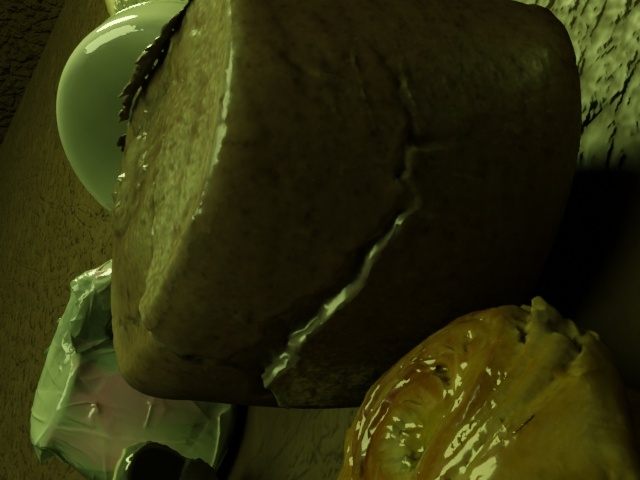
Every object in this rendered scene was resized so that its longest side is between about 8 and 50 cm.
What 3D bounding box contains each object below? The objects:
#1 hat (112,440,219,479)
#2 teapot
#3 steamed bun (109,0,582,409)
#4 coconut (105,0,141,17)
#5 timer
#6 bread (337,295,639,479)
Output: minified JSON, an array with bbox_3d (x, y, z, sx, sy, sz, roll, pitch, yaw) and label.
[{"bbox_3d":[-0.129,0.295,0.882,0.232,0.161,0.275,-64,0,23],"label":"hat"},{"bbox_3d":[-0.165,0.132,1.027,0.221,0.178,0.163,-53,30,37],"label":"teapot"},{"bbox_3d":[0.000,0.000,0.645,0.301,0.251,0.199,124,155,-53],"label":"steamed bun"},{"bbox_3d":[-0.130,-0.276,1.230,0.224,0.224,0.234,-65,22,16],"label":"coconut"},{"bbox_3d":[-0.132,-0.099,1.041,0.233,0.233,0.240,-56,3,35],"label":"timer"},{"bbox_3d":[0.078,0.152,0.523,0.198,0.120,0.236,-43,36,48],"label":"bread"}]
